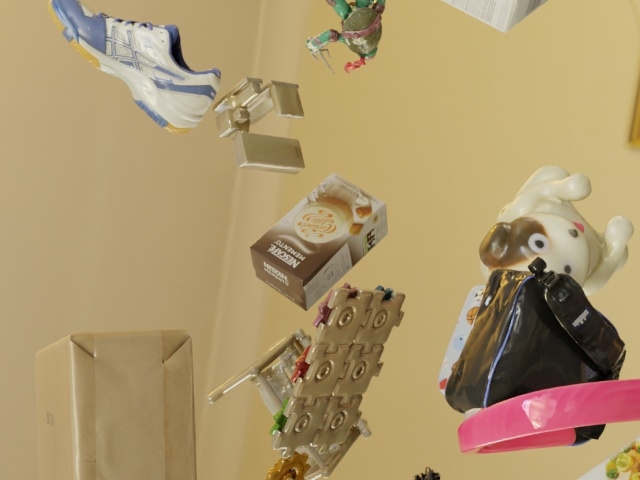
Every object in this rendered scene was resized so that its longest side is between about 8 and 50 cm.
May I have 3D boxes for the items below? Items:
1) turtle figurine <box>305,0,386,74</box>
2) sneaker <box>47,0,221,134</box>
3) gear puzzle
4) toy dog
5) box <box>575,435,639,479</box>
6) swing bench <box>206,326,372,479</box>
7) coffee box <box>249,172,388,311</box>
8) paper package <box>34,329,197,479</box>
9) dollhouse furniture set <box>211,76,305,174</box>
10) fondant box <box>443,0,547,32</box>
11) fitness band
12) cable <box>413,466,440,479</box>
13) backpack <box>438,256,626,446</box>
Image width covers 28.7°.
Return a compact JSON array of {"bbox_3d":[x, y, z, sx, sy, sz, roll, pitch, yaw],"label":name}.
[{"bbox_3d":[0.061,-0.404,2.267,0.175,0.118,0.234,-36,-42,-18],"label":"turtle figurine"},{"bbox_3d":[-0.283,-0.303,1.948,0.131,0.296,0.112,-49,5,13],"label":"sneaker"},{"bbox_3d":[0.000,0.210,1.706,0.175,0.044,0.339,6,-70,-52],"label":"gear puzzle"},{"bbox_3d":[0.444,0.026,2.591,0.284,0.395,0.408,59,-169,1],"label":"toy dog"},{"bbox_3d":[0.415,0.389,1.906,0.324,0.063,0.067,-30,-26,-17],"label":"box"},{"bbox_3d":[-0.042,0.328,2.462,0.253,0.165,0.254,55,-141,0],"label":"swing bench"},{"bbox_3d":[0.000,0.000,2.439,0.246,0.141,0.098,-44,-31,-26],"label":"coffee box"},{"bbox_3d":[-0.293,0.286,1.759,0.168,0.325,0.309,0,-100,-22],"label":"paper package"},{"bbox_3d":[-0.110,-0.158,1.962,0.144,0.123,0.151,4,-116,-41],"label":"dollhouse furniture set"},{"bbox_3d":[0.277,-0.537,2.330,0.238,0.330,0.096,-39,-27,-39],"label":"fondant box"},{"bbox_3d":[0.284,0.191,1.386,0.291,0.209,0.054,0,-107,-36],"label":"fitness band"},{"bbox_3d":[0.135,0.411,1.783,0.184,0.047,0.151,-31,-55,-47],"label":"cable"},{"bbox_3d":[0.329,0.192,1.918,0.263,0.213,0.276,27,-97,-27],"label":"backpack"}]
